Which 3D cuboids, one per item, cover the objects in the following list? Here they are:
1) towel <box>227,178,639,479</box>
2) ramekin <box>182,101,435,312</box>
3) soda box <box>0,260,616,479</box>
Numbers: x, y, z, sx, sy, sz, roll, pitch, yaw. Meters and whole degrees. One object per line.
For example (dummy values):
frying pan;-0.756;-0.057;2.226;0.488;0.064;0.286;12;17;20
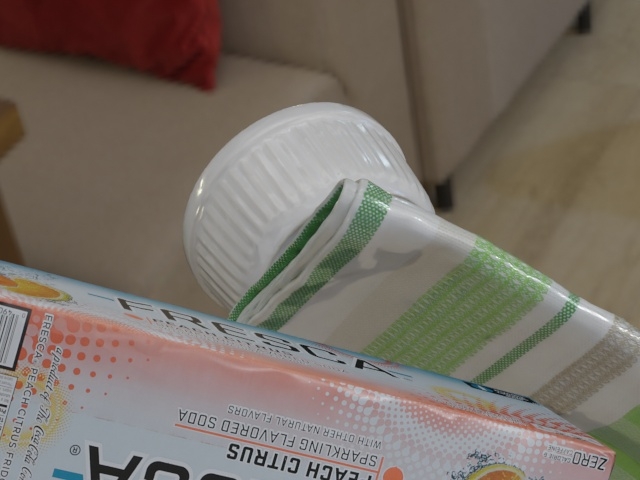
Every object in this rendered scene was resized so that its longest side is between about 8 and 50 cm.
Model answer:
towel;0.050;0.046;0.538;0.152;0.113;0.023;29;53;-9
ramekin;0.000;0.000;1.339;0.207;0.207;0.109;-22;41;-16
soda box;-0.025;0.051;0.401;0.183;0.058;0.063;16;4;-16
